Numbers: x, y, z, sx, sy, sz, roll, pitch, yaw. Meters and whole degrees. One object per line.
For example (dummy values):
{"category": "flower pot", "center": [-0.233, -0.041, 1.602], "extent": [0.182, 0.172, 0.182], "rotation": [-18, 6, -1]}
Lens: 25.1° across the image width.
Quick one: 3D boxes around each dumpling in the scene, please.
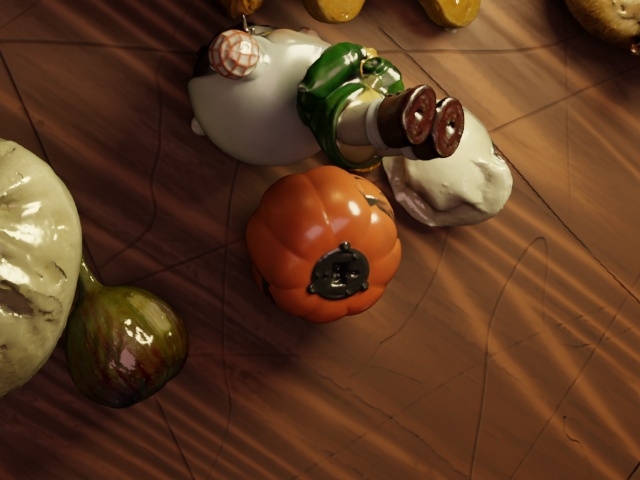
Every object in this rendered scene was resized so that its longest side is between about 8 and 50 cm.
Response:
{"category": "dumpling", "center": [0.148, -0.093, 1.791], "extent": [0.176, 0.092, 0.150], "rotation": [32, 103, -21]}

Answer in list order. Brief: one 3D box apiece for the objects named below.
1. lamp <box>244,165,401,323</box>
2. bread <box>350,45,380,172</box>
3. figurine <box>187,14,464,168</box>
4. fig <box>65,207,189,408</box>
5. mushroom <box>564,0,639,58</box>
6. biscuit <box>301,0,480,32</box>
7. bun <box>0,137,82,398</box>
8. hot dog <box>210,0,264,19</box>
{"category": "lamp", "center": [0.000, 0.000, 1.730], "extent": [0.188, 0.164, 0.187], "rotation": [-11, 125, -17]}
{"category": "bread", "center": [0.050, -0.161, 1.776], "extent": [0.052, 0.044, 0.157], "rotation": [-5, 100, -19]}
{"category": "figurine", "center": [-0.009, -0.156, 1.623], "extent": [0.281, 0.370, 0.167], "rotation": [14, 91, -48]}
{"category": "fig", "center": [-0.254, 0.074, 1.698], "extent": [0.149, 0.149, 0.245], "rotation": [-26, 91, -9]}
{"category": "mushroom", "center": [0.434, -0.342, 1.790], "extent": [0.297, 0.163, 0.278], "rotation": [12, 86, -15]}
{"category": "biscuit", "center": [0.030, -0.388, 1.650], "extent": [0.432, 0.064, 0.282], "rotation": [-4, 99, -42]}
{"category": "bun", "center": [-0.437, 0.044, 1.583], "extent": [0.362, 0.234, 0.326], "rotation": [-17, 101, 3]}
{"category": "hot dog", "center": [-0.137, -0.361, 1.646], "extent": [0.099, 0.160, 0.227], "rotation": [-43, 110, -1]}
